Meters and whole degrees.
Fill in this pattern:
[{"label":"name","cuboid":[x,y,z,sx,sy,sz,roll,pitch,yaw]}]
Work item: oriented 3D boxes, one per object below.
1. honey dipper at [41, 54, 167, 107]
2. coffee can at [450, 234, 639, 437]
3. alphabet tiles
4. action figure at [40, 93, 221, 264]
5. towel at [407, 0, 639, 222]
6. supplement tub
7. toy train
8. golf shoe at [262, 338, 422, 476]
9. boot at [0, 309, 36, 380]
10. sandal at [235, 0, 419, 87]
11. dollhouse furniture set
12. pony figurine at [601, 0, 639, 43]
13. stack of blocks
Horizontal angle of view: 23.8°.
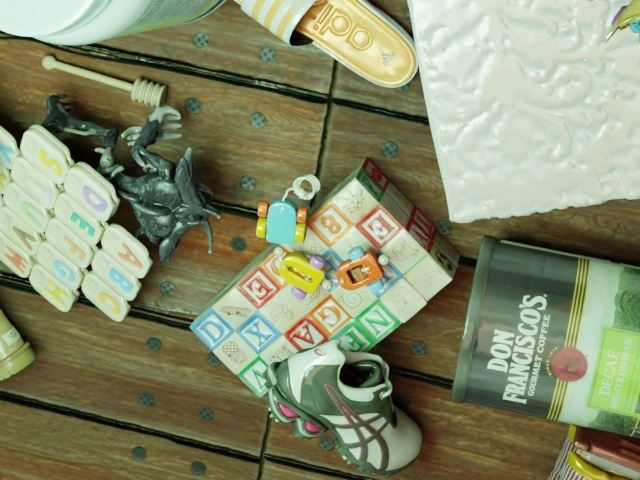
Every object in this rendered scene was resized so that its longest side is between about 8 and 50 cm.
[{"label":"honey dipper","cuboid":[-0.268,-0.198,1.865,0.160,0.030,0.030,16,113,7]},{"label":"coffee can","cuboid":[0.306,0.116,1.773,0.275,0.201,0.202,11,112,7]},{"label":"alphabet tiles","cuboid":[-0.333,-0.022,1.866,0.278,0.021,0.284,40,143,5]},{"label":"action figure","cuboid":[-0.213,-0.084,1.826,0.275,0.141,0.164,27,128,18]},{"label":"towel","cuboid":[0.283,-0.190,1.743,0.331,0.053,0.317,-7,109,14]},{"label":"supplement tub","cuboid":[-0.232,-0.334,1.627,0.235,0.325,0.235,6,105,21]},{"label":"toy train","cuboid":[0.000,0.000,1.781,0.125,0.046,0.166,-30,105,19]},{"label":"golf shoe","cuboid":[0.055,0.206,1.852,0.120,0.105,0.273,-37,137,24]},{"label":"boot","cuboid":[-0.523,0.085,1.998,0.236,0.089,0.269,-29,98,21]},{"label":"sandal","cuboid":[-0.001,-0.264,1.760,0.265,0.076,0.102,32,113,-1]},{"label":"dollhouse furniture set","cuboid":[0.451,0.352,1.857,0.374,0.152,0.201,19,113,4]},{"label":"pony figurine","cuboid":[0.493,-0.316,1.559,0.351,0.303,0.363,24,95,6]},{"label":"stack of blocks","cuboid":[0.005,0.063,1.875,0.297,0.087,0.171,-41,98,22]}]
